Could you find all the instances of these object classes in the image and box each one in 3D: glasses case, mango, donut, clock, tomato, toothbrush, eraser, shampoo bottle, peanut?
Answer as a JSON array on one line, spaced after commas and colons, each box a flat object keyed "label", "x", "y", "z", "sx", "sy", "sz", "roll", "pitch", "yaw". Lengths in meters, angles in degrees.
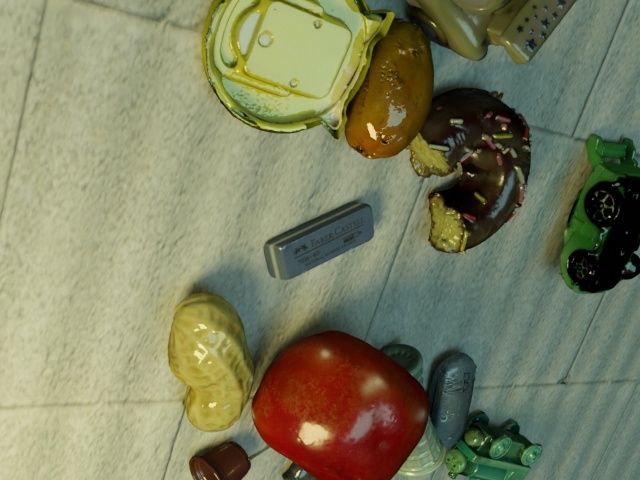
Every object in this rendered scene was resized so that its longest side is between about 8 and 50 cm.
[{"label": "glasses case", "x": 0.309, "y": 0.396, "z": 1.936, "sx": 0.109, "sy": 0.067, "sz": 0.283, "roll": -10, "pitch": 118, "yaw": -29}, {"label": "mango", "x": 0.123, "y": -0.263, "z": 1.404, "sx": 0.151, "sy": 0.156, "sz": 0.249, "roll": 13, "pitch": 92, "yaw": 4}, {"label": "donut", "x": 0.311, "y": -0.144, "z": 1.601, "sx": 0.259, "sy": 0.136, "sz": 0.345, "roll": -28, "pitch": 129, "yaw": -17}, {"label": "clock", "x": -0.050, "y": -0.310, "z": 1.284, "sx": 0.293, "sy": 0.071, "sz": 0.277, "roll": 21, "pitch": 108, "yaw": -32}, {"label": "tomato", "x": 0.042, "y": 0.332, "z": 1.558, "sx": 0.293, "sy": 0.290, "sz": 0.325, "roll": -44, "pitch": 125, "yaw": -8}, {"label": "toothbrush", "x": -0.104, "y": 0.430, "z": 1.691, "sx": 0.162, "sy": 0.014, "sz": 0.017, "roll": -31, "pitch": 110, "yaw": -18}, {"label": "eraser", "x": 0.000, "y": 0.000, "z": 1.516, "sx": 0.225, "sy": 0.036, "sz": 0.082, "roll": -25, "pitch": 128, "yaw": -23}, {"label": "shampoo bottle", "x": 0.020, "y": 0.467, "z": 1.776, "sx": 0.233, "sy": 0.049, "sz": 0.087, "roll": -33, "pitch": 127, "yaw": -17}, {"label": "peanut", "x": -0.194, "y": 0.227, "z": 1.441, "sx": 0.147, "sy": 0.147, "sz": 0.306, "roll": -28, "pitch": 132, "yaw": -21}]

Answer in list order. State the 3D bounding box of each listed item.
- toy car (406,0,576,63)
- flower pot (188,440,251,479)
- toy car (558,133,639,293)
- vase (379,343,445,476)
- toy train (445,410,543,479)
[{"label": "toy car", "x": 0.243, "y": -0.465, "z": 1.310, "sx": 0.242, "sy": 0.226, "sz": 0.336, "roll": -52, "pitch": 134, "yaw": -1}, {"label": "flower pot", "x": -0.193, "y": 0.451, "z": 1.589, "sx": 0.089, "sy": 0.111, "sz": 0.111, "roll": -33, "pitch": 131, "yaw": -37}, {"label": "toy car", "x": 0.678, "y": -0.053, "z": 1.896, "sx": 0.213, "sy": 0.176, "sz": 0.359, "roll": -3, "pitch": 119, "yaw": -34}, {"label": "vase", "x": 0.195, "y": 0.377, "z": 1.801, "sx": 0.143, "sy": 0.143, "sz": 0.299, "roll": -27, "pitch": 125, "yaw": -21}, {"label": "toy train", "x": 0.447, "y": 0.566, "z": 2.099, "sx": 0.298, "sy": 0.120, "sz": 0.194, "roll": 25, "pitch": 103, "yaw": -42}]
